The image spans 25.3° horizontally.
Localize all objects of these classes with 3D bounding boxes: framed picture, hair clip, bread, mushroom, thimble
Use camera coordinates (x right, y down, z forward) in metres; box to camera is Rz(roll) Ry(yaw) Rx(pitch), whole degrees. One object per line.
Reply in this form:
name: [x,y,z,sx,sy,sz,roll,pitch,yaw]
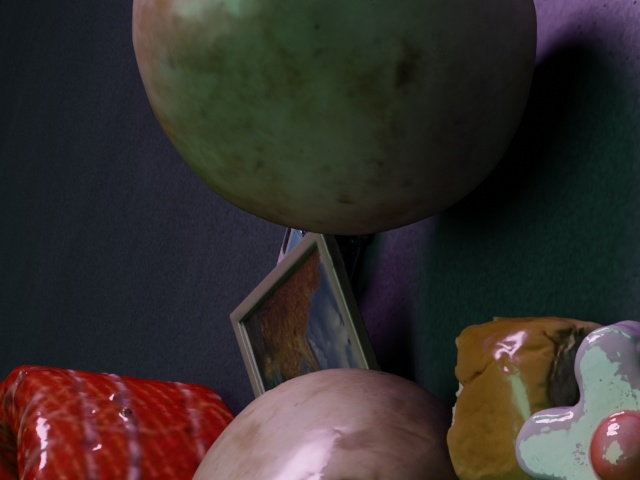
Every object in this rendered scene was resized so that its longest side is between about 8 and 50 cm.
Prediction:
framed picture: [0.001,0.134,1.164,0.184,0.016,0.250,-45,58,51]
hair clip: [0.181,0.166,0.747,0.146,0.075,0.257,-15,57,22]
bread: [0.129,0.106,0.890,0.106,0.082,0.125,151,128,-67]
mushroom: [-0.001,0.201,0.990,0.255,0.184,0.255,-41,30,30]
thimble: [-0.220,0.298,1.409,0.350,0.230,0.350,-171,90,-68]
mushroom: [0.022,-0.164,1.041,0.297,0.297,0.290,-53,3,45]

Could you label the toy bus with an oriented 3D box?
toy bus: [0.000,0.000,1.240,0.075,0.060,0.123,-127,49,-62]
